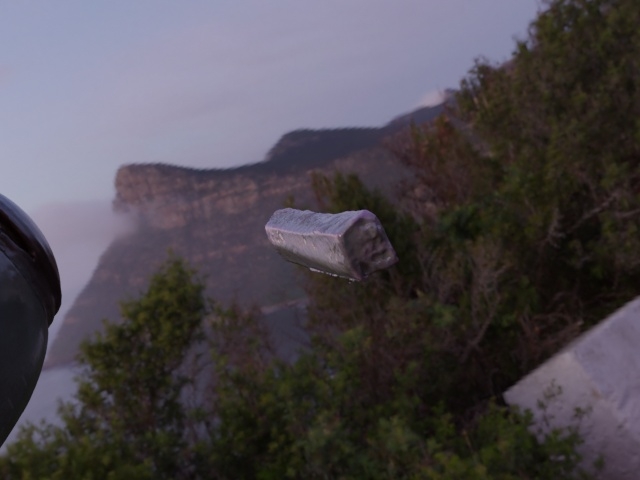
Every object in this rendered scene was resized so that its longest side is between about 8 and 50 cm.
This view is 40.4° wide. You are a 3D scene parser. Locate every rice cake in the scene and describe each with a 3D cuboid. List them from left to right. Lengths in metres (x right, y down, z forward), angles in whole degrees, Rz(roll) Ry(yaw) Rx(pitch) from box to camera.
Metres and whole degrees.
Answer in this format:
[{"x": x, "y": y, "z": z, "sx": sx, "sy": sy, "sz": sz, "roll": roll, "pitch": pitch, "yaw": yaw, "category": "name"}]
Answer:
[{"x": 0.000, "y": 0.000, "z": 0.616, "sx": 0.036, "sy": 0.047, "sz": 0.206, "roll": -25, "pitch": 8, "yaw": -14, "category": "rice cake"}]

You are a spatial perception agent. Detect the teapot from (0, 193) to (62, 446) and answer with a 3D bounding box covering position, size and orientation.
[{"x": -0.318, "y": 0.110, "z": 0.599, "sx": 0.312, "sy": 0.233, "sz": 0.315, "roll": -50, "pitch": -7, "yaw": -37, "category": "teapot"}]
